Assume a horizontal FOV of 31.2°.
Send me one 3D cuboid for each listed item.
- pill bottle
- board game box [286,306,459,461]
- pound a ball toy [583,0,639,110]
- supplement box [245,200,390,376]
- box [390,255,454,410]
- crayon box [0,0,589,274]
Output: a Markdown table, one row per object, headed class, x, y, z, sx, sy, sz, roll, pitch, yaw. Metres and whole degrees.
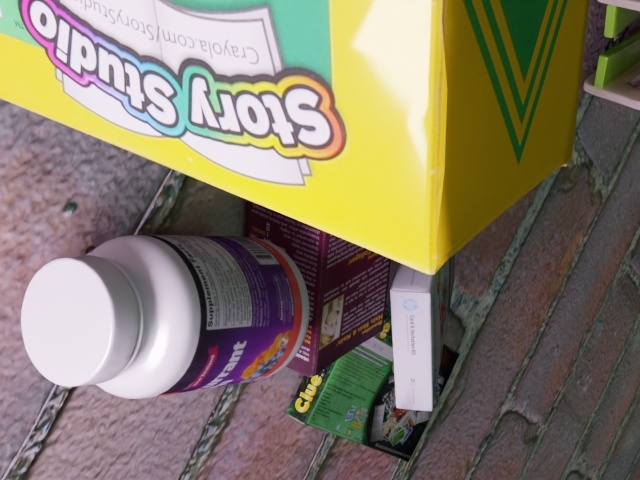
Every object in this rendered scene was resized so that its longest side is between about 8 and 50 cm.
| class | x | y | z | sx | sy | sz | roll | pitch | yaw |
| --- | --- | --- | --- | --- | --- | --- | --- | --- | --- |
| pill bottle | -0.102 | 0.050 | 0.777 | 0.193 | 0.108 | 0.108 | 1 | 109 | -56 |
| board game box | 0.062 | 0.143 | 1.164 | 0.136 | 0.030 | 0.260 | -61 | 149 | -4 |
| pound a ball toy | 0.452 | -0.238 | 1.403 | 0.319 | 0.136 | 0.208 | -33 | 136 | -41 |
| supplement box | 0.000 | 0.000 | 0.925 | 0.104 | 0.081 | 0.188 | -28 | 132 | -47 |
| box | 0.098 | 0.041 | 1.070 | 0.186 | 0.038 | 0.145 | -70 | 160 | -50 |
| crayon box | -0.080 | -0.193 | 0.405 | 0.106 | 0.363 | 0.313 | -38 | 139 | -39 |
